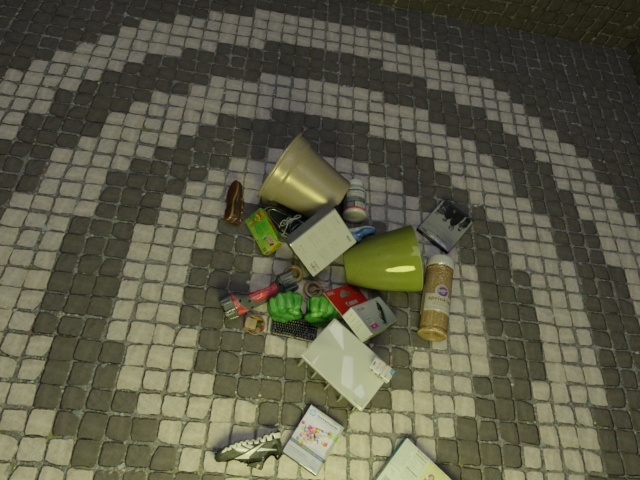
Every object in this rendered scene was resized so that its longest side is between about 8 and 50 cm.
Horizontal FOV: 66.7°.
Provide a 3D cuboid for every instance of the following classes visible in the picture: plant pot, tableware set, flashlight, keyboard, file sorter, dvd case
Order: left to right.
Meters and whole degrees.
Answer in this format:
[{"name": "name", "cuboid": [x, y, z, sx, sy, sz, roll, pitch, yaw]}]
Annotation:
[{"name": "flashlight", "cuboid": [-0.239, 0.204, 1.885, 0.304, 0.103, 0.103, -25, 81, -14]}, {"name": "keyboard", "cuboid": [-0.099, 0.331, 1.905, 0.180, 0.023, 0.108, 13, 59, -5]}, {"name": "tableware set", "cuboid": [-0.069, 0.168, 1.991, 0.194, 0.039, 0.128, 37, 61, 10]}, {"name": "plant pot", "cuboid": [-0.052, -0.238, 2.086, 0.305, 0.334, 0.334, 35, 60, -3]}, {"name": "file sorter", "cuboid": [0.080, 0.468, 1.775, 0.278, 0.173, 0.193, 40, 61, 11]}, {"name": "plant pot", "cuboid": [0.244, 0.094, 1.989, 0.293, 0.275, 0.275, -9, 62, 1]}, {"name": "dvd case", "cuboid": [0.581, -0.070, 2.258, 0.179, 0.029, 0.239, 40, 62, 12]}]

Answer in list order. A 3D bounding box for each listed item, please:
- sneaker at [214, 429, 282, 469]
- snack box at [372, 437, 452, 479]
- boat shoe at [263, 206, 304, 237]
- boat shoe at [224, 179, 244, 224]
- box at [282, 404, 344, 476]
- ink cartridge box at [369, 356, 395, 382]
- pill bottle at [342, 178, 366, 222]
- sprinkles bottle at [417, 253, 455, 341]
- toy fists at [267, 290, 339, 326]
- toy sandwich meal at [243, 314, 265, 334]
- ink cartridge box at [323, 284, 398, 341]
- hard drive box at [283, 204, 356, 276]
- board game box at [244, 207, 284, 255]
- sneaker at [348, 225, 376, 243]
[{"name": "sneaker", "cuboid": [-0.234, 0.720, 1.629, 0.234, 0.078, 0.106, -9, 61, -18]}, {"name": "snack box", "cuboid": [0.360, 0.869, 1.672, 0.322, 0.060, 0.187, 41, 62, 13]}, {"name": "boat shoe", "cuboid": [-0.122, -0.055, 2.067, 0.306, 0.105, 0.113, 42, 62, 13]}, {"name": "boat shoe", "cuboid": [-0.367, -0.162, 2.107, 0.073, 0.073, 0.207, 29, 55, -39]}, {"name": "box", "cuboid": [-0.025, 0.699, 1.705, 0.145, 0.038, 0.186, 33, 59, 8]}, {"name": "ink cartridge box", "cuboid": [0.212, 0.452, 1.697, 0.083, 0.028, 0.048, 36, 59, 8]}, {"name": "pill bottle", "cuboid": [0.155, -0.181, 2.191, 0.108, 0.108, 0.180, 8, 60, -7]}, {"name": "sprinkles bottle", "cuboid": [0.483, 0.234, 2.016, 0.121, 0.121, 0.355, 16, 60, -2]}, {"name": "toy fists", "cuboid": [-0.065, 0.263, 1.857, 0.279, 0.142, 0.096, 9, 50, -6]}, {"name": "toy sandwich meal", "cuboid": [-0.253, 0.323, 1.874, 0.085, 0.029, 0.085, 5, 61, -8]}, {"name": "ink cartridge box", "cuboid": [0.162, 0.257, 1.887, 0.239, 0.060, 0.275, 52, 25, 17]}, {"name": "hard drive box", "cuboid": [0.000, 0.000, 1.955, 0.232, 0.089, 0.181, -38, 115, -8]}, {"name": "board game box", "cuboid": [-0.237, -0.037, 2.044, 0.092, 0.043, 0.181, -38, 69, 15]}, {"name": "sneaker", "cuboid": [0.170, -0.021, 2.143, 0.162, 0.063, 0.073, -11, 81, -12]}]
